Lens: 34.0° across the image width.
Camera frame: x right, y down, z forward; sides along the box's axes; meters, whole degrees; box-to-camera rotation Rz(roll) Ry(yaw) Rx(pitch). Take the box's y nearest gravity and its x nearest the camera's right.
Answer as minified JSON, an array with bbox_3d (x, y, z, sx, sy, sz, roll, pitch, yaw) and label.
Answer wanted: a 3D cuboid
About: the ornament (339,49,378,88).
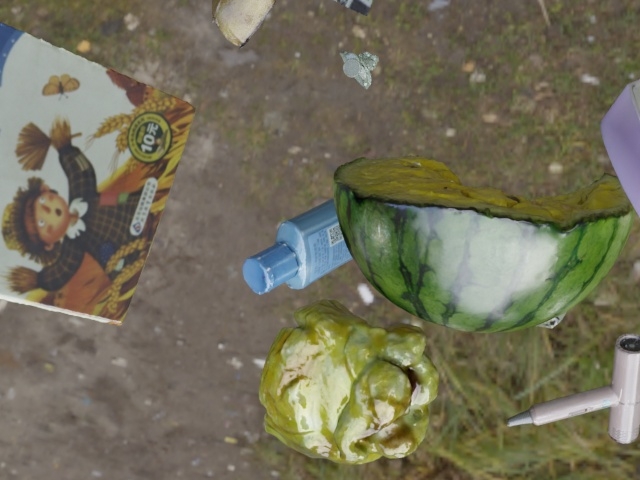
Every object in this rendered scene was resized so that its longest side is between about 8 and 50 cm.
[{"bbox_3d":[0.060,-0.276,1.659,0.041,0.092,0.068,-34,118,26],"label":"ornament"}]

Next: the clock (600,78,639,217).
[{"bbox_3d":[0.237,-0.038,0.558,0.172,0.198,0.064,32,132,1],"label":"clock"}]

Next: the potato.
[{"bbox_3d":[-0.112,-0.476,1.878,0.098,0.243,0.138,33,142,-20],"label":"potato"}]

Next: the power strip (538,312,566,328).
[{"bbox_3d":[0.291,0.093,1.737,0.286,0.048,0.080,1,128,59],"label":"power strip"}]

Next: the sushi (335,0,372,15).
[{"bbox_3d":[0.052,-0.448,1.561,0.139,0.031,0.201,33,122,21],"label":"sushi"}]

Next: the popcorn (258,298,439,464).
[{"bbox_3d":[0.049,0.220,1.549,0.276,0.225,0.276,22,165,6],"label":"popcorn"}]

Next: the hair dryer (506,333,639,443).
[{"bbox_3d":[0.411,0.245,1.687,0.220,0.053,0.195,-4,123,1],"label":"hair dryer"}]

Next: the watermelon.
[{"bbox_3d":[0.175,0.011,1.162,0.331,0.331,0.189,1,107,12],"label":"watermelon"}]

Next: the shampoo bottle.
[{"bbox_3d":[0.000,0.000,1.443,0.061,0.258,0.103,22,126,37],"label":"shampoo bottle"}]

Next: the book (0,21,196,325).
[{"bbox_3d":[-0.361,-0.085,1.194,0.428,0.300,0.039,19,-179,-41],"label":"book"}]
